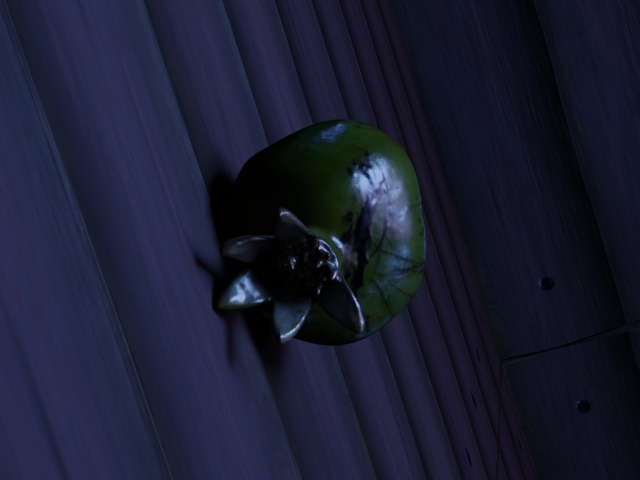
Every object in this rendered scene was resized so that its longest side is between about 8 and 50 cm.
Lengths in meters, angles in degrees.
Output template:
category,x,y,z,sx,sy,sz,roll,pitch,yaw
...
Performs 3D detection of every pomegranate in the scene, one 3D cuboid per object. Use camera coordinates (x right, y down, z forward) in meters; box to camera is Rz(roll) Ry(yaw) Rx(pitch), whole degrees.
category,x,y,z,sx,sy,sz,roll,pitch,yaw
pomegranate,0.000,0.000,0.956,0.191,0.131,0.152,-30,107,-71
